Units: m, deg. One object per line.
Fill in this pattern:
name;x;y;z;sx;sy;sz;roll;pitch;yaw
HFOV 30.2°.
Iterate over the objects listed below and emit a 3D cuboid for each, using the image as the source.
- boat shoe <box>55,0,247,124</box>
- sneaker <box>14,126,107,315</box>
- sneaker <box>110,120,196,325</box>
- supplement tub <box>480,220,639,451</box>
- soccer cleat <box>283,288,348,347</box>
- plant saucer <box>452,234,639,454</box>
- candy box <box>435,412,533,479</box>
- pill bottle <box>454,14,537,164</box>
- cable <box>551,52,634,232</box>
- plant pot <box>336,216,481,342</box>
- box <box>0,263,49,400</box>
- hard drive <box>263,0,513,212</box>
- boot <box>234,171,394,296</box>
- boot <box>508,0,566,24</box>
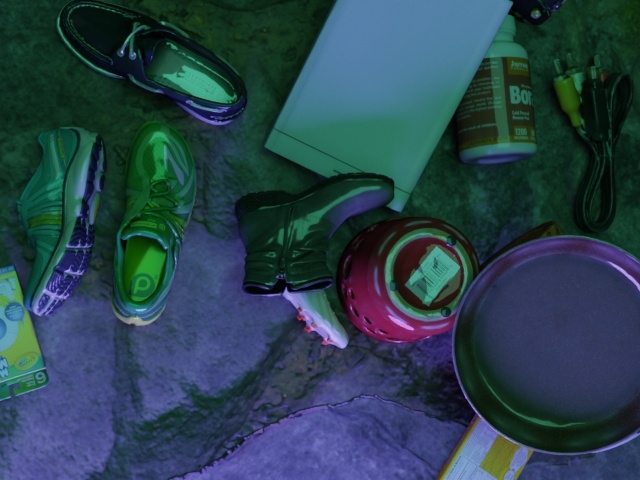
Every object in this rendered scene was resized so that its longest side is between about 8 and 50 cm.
boat shoe;-0.241;-0.272;1.730;0.302;0.091;0.114;23;80;-9
sneaker;-0.380;-0.028;1.687;0.110;0.107;0.275;8;77;8
sneaker;-0.233;-0.026;1.690;0.109;0.123;0.295;7;82;-11
supplement tub;0.375;0.140;1.770;0.193;0.193;0.316;-35;92;-13
soccer cleat;-0.018;0.075;1.758;0.076;0.068;0.196;-43;91;-16
plant saucer;0.340;0.142;1.652;0.311;0.050;0.310;1;100;8
candy box;0.266;0.318;1.813;0.105;0.027;0.206;35;78;-4
pill bottle;0.263;-0.231;1.820;0.121;0.121;0.216;-4;86;-13
cable;0.441;-0.160;1.901;0.139;0.072;0.287;-10;99;-30
plant pot;0.131;0.053;1.738;0.191;0.174;0.191;1;82;-11
box;-0.454;0.134;1.668;0.105;0.043;0.179;-18;90;-13
hard drive;0.097;-0.246;1.752;0.233;0.047;0.353;25;104;-8
boot;0.000;0.000;1.714;0.246;0.083;0.161;-12;61;-1
boot;0.255;-0.445;1.723;0.284;0.377;0.138;35;87;-12
